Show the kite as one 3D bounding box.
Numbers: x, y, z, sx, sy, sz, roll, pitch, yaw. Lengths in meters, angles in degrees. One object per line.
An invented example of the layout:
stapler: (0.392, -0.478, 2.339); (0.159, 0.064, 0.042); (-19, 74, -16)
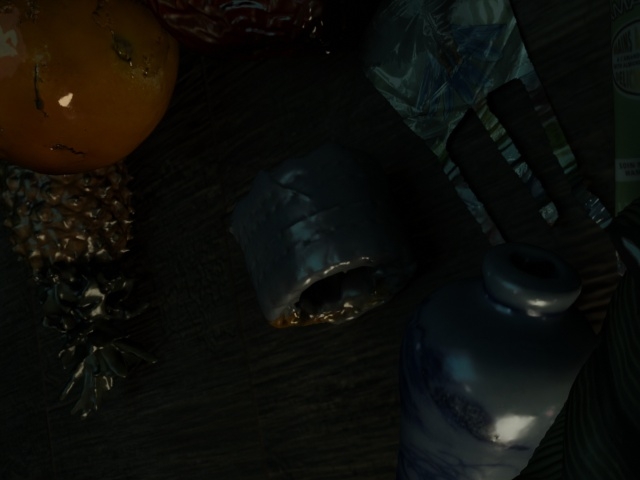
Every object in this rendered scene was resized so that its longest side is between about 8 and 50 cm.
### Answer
kite: (0.119, -0.107, 0.757); (0.169, 0.015, 0.310); (-40, 59, 40)

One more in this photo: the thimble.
thimble: (0.003, -0.001, 0.800); (0.151, 0.127, 0.118); (-39, 60, 40)

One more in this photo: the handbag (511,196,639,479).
handbag: (0.261, 0.103, 0.430); (0.340, 0.240, 0.247); (37, 123, 40)

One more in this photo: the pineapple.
pineapple: (-0.289, 0.041, 1.108); (0.169, 0.169, 0.341); (-16, 80, 47)

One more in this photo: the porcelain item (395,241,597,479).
porcelain item: (0.116, 0.127, 0.673); (0.141, 0.141, 0.259); (39, 128, 41)

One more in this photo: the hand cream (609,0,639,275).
hand cream: (0.226, -0.092, 0.612); (0.086, 0.055, 0.235); (0, 96, 48)

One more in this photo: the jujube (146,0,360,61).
jujube: (-0.063, -0.239, 0.860); (0.236, 0.168, 0.168); (27, 110, 35)

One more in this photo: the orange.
orange: (-0.266, -0.189, 0.959); (0.246, 0.246, 0.246); (-1, 89, 48)
